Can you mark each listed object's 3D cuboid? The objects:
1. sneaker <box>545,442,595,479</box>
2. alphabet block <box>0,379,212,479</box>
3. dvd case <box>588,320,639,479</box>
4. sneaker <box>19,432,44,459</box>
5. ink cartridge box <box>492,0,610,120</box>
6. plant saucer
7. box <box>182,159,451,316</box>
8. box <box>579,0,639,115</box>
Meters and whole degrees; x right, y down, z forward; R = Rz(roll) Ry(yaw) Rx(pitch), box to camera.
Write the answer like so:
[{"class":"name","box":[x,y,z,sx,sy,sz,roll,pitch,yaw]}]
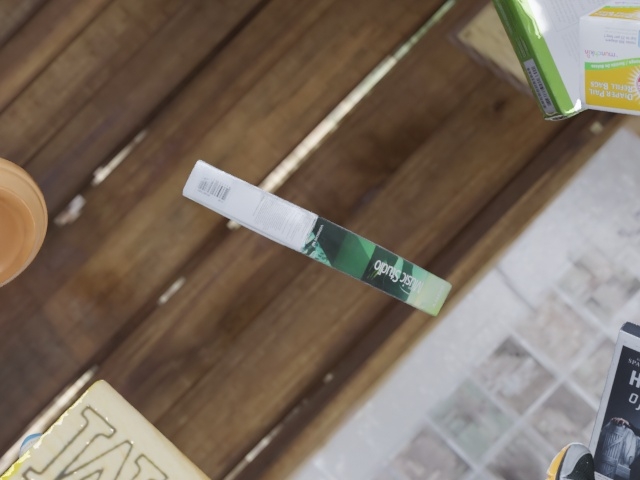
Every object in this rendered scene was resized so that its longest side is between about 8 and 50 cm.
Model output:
[{"class":"sneaker","box":[0.294,0.323,1.546,0.084,0.083,0.214,48,39,-45]},{"class":"alphabet block","box":[-0.251,0.313,1.655,0.197,0.193,0.192,42,-20,9]},{"class":"dvd case","box":[0.404,0.223,1.608,0.179,0.029,0.238,23,-51,24]},{"class":"sneaker","box":[-0.355,0.371,2.034,0.228,0.087,0.092,63,-13,-26]},{"class":"ink cartridge box","box":[0.362,-0.281,1.707,0.097,0.255,0.188,-160,-134,-85]},{"class":"plant saucer","box":[-0.426,-0.010,1.708,0.200,0.200,0.037,45,4,-43]},{"class":"box","box":[0.000,0.000,1.870,0.232,0.058,0.322,26,1,41]},{"class":"box","box":[0.375,-0.214,1.525,0.114,0.203,0.103,13,-61,36]}]
